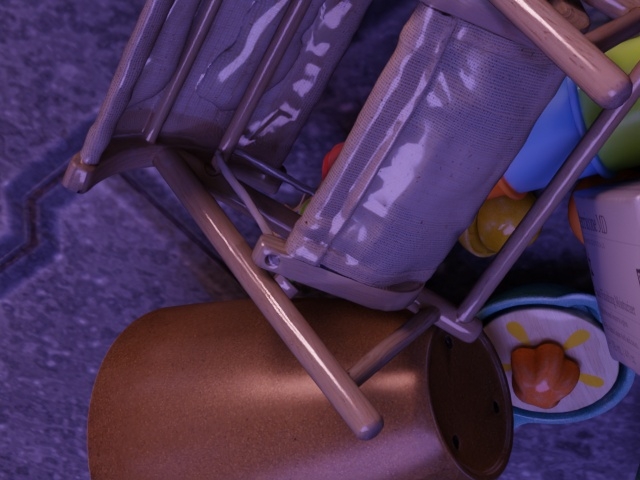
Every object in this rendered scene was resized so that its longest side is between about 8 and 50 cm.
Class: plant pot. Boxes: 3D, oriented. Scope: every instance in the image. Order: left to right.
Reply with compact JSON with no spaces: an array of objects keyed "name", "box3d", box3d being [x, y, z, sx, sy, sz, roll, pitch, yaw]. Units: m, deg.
[{"name":"plant pot","box3d":[0.001,0.137,0.836,0.254,0.237,0.237,-18,123,34]}]

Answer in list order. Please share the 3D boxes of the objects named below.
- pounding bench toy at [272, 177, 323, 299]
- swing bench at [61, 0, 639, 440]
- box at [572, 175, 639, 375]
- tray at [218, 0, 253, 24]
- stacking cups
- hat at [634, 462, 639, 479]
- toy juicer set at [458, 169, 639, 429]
[{"name":"pounding bench toy","box3d":[0.000,0.000,0.838,0.052,0.083,0.065,39,130,-17]},{"name":"swing bench","box3d":[0.024,-0.078,0.653,0.254,0.165,0.253,40,123,13]},{"name":"box","box3d":[0.260,0.008,0.659,0.182,0.181,0.119,-13,92,3]},{"name":"tray","box3d":[-0.089,-0.266,0.648,0.145,0.030,0.270,-33,118,8]},{"name":"stacking cups","box3d":[0.150,-0.066,0.734,0.316,0.096,0.096,-18,122,30]},{"name":"hat","box3d":[0.299,0.193,0.959,0.173,0.183,0.208,24,91,-13]},{"name":"toy juicer set","box3d":[0.144,0.062,0.847,0.329,0.089,0.209,-28,118,34]}]
